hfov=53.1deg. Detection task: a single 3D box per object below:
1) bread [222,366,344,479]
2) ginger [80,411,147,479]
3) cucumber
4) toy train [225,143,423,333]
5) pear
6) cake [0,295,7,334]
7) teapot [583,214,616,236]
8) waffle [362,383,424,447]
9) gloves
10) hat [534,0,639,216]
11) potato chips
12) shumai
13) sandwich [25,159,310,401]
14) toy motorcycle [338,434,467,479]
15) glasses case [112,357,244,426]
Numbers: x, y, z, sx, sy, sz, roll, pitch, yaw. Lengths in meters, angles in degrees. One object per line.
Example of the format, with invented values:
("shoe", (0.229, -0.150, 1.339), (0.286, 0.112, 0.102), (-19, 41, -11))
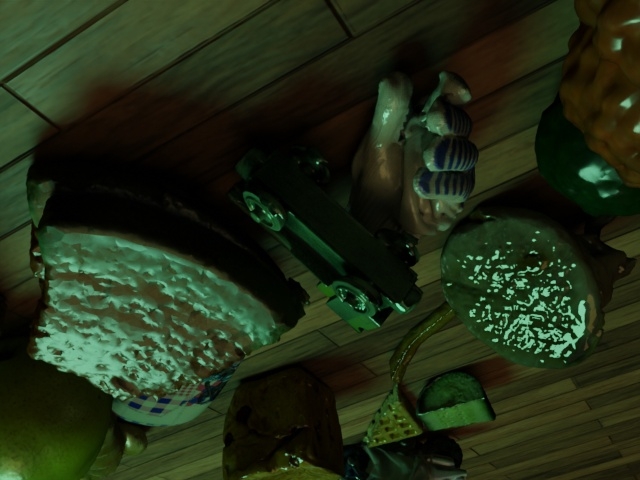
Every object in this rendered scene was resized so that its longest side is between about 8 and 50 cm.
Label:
("bread", (-0.053, 0.291, 0.951), (0.143, 0.148, 0.158), (-16, 142, 13))
("ginger", (-0.335, 0.295, 0.944), (0.115, 0.081, 0.205), (-20, 142, -5))
("cucumber", (0.216, 0.260, 1.035), (0.117, 0.062, 0.115), (-14, 140, 17))
("toy train", (0.000, -0.001, 0.587), (0.200, 0.083, 0.132), (44, 159, -1))
("pear", (-0.344, 0.211, 0.758), (0.198, 0.198, 0.198), (-6, 142, -5))
("cake", (-0.407, 0.098, 0.630), (0.135, 0.147, 0.134), (-10, 143, -2))
("teapot", (0.461, -0.042, 0.645), (0.223, 0.305, 0.285), (-41, 138, -19))
("waffle", (0.100, 0.298, 1.088), (0.125, 0.032, 0.191), (-18, 139, 14))
("gloves", (0.082, -0.066, 0.571), (0.119, 0.097, 0.229), (37, 155, 7))
("hat", (0.231, -0.133, 0.411), (0.286, 0.285, 0.400), (3, 151, -15))
("potato chips", (0.148, 0.128, 0.879), (0.026, 0.037, 0.204), (5, 135, -33))
("shumai", (0.243, 0.037, 0.724), (0.120, 0.201, 0.201), (-34, 161, -42))
("sandwich", (-0.162, 0.048, 0.594), (0.212, 0.109, 0.292), (-38, 118, 7))
("toy motorcycle", (0.153, 0.452, 1.150), (0.239, 0.204, 0.108), (-17, 130, 5))
("glasses case", (-0.172, 0.145, 0.795), (0.125, 0.076, 0.327), (11, 136, -25))
